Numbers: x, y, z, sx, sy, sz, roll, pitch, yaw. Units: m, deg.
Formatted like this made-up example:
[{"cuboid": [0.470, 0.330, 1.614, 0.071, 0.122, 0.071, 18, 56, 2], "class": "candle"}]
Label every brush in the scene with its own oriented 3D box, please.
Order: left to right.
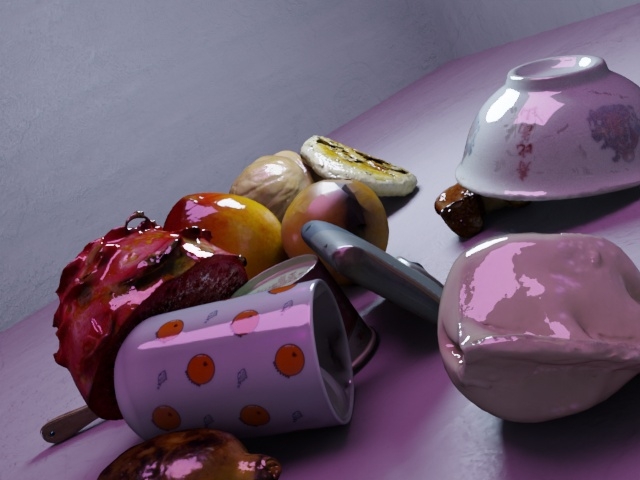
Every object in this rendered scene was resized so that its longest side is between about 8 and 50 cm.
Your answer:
[{"cuboid": [-0.428, 0.339, 1.621, 0.327, 0.070, 0.065, -27, 25, 5], "class": "brush"}]

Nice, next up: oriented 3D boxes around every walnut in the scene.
[{"cuboid": [-0.108, -0.107, 2.174, 0.296, 0.285, 0.285, 4, -10, -41], "class": "walnut"}]

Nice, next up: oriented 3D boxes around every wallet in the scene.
[{"cuboid": [0.100, 0.050, 1.353, 0.083, 0.252, 0.360, -62, 12, 3], "class": "wallet"}]

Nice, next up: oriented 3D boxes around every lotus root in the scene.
[{"cuboid": [-0.194, 0.332, 1.061, 0.314, 0.141, 0.169, -22, 16, 16], "class": "lotus root"}]

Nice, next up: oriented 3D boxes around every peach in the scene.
[{"cuboid": [-0.217, 0.047, 1.726, 0.308, 0.332, 0.308, -17, 22, 7], "class": "peach"}]

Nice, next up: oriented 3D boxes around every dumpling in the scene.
[{"cuboid": [0.304, 0.103, 0.967, 0.316, 0.233, 0.395, 9, 9, 11], "class": "dumpling"}]

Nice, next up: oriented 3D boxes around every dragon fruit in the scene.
[{"cuboid": [-0.315, 0.118, 1.404, 0.371, 0.249, 0.386, -56, -22, 12], "class": "dragon fruit"}]

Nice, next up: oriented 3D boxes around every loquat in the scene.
[{"cuboid": [0.033, -0.016, 1.672, 0.235, 0.235, 0.235, -25, 15, 7], "class": "loquat"}]

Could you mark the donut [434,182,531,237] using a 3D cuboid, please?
[{"cuboid": [0.341, -0.085, 1.654, 0.217, 0.085, 0.141, -27, 15, -2], "class": "donut"}]

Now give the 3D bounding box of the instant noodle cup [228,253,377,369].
[{"cuboid": [-0.044, 0.143, 1.369, 0.235, 0.178, 0.235, -27, 13, 7], "class": "instant noodle cup"}]

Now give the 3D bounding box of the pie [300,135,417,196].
[{"cuboid": [0.101, -0.198, 2.136, 0.339, 0.339, 0.077, -91, 22, -74], "class": "pie"}]

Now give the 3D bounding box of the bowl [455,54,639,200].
[{"cuboid": [0.466, -0.245, 1.544, 0.435, 0.196, 0.435, -10, 21, 4], "class": "bowl"}]

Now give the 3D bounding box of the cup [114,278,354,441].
[{"cuboid": [-0.130, 0.190, 1.177, 0.317, 0.212, 0.212, -12, 18, 12], "class": "cup"}]
